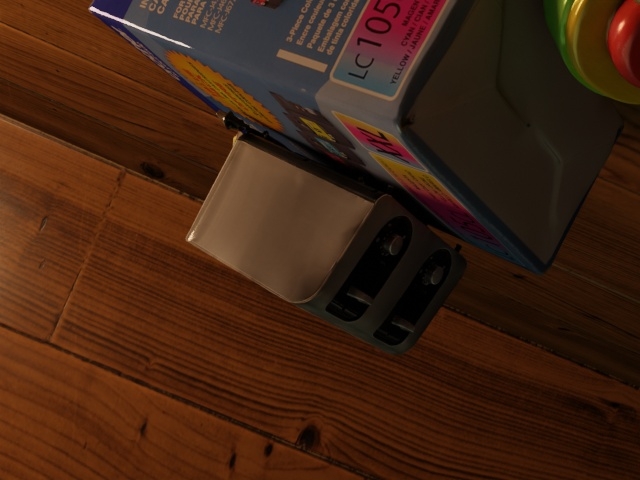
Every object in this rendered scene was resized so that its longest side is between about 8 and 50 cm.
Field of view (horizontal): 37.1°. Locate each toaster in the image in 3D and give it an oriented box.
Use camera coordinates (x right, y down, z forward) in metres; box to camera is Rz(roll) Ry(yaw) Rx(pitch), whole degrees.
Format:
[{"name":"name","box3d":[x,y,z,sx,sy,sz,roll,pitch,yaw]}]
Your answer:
[{"name":"toaster","box3d":[0.000,0.000,0.775,0.186,0.110,0.168,28,176,36]}]

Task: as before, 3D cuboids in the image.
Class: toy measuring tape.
[{"name":"toy measuring tape","box3d":[0.238,-0.113,0.579,0.330,0.121,0.121,27,171,-26]}]

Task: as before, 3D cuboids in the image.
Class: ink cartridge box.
[{"name":"ink cartridge box","box3d":[0.008,-0.147,0.771,0.395,0.151,0.270,29,176,39]}]

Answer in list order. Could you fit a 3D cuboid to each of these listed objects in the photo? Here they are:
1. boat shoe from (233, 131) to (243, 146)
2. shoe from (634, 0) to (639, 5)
[{"name":"boat shoe","box3d":[-0.042,-0.145,1.215,0.117,0.096,0.324,25,172,-14]},{"name":"shoe","box3d":[0.130,-0.178,0.442,0.219,0.058,0.076,46,-145,-2]}]
